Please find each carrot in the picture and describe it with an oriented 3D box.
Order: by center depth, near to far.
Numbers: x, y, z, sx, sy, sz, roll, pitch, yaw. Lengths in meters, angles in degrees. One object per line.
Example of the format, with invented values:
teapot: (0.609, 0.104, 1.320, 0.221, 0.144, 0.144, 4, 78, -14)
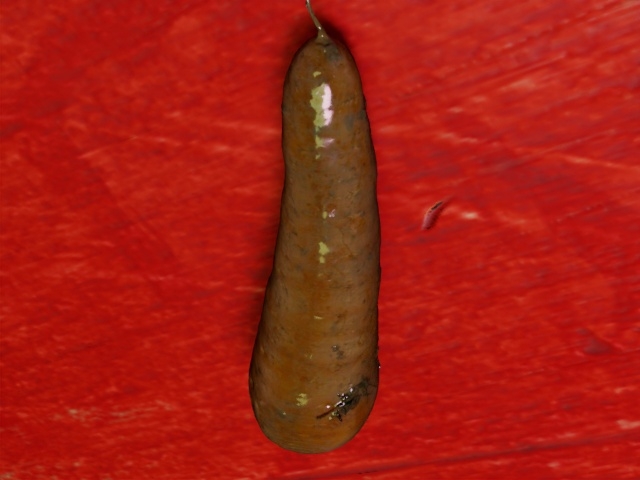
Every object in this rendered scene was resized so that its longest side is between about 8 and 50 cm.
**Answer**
carrot: (0.000, 0.000, 0.677, 0.078, 0.078, 0.298, 9, 132, 8)
